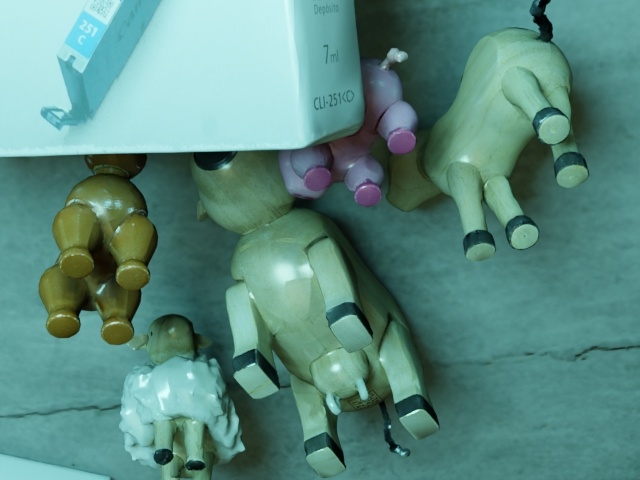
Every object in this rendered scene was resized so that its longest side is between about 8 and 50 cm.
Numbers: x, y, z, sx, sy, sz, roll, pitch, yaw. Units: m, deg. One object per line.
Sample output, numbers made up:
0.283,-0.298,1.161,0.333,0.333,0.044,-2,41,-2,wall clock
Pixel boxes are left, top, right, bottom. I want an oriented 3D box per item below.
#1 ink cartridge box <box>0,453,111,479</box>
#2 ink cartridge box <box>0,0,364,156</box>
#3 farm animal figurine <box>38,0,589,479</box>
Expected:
-0.380,0.297,0.932,0.384,0.160,0.279,13,120,-4,ink cartridge box
-0.130,-0.175,0.603,0.296,0.066,0.261,1,102,29,ink cartridge box
0.000,0.000,0.755,0.330,0.172,0.327,-12,131,1,farm animal figurine
